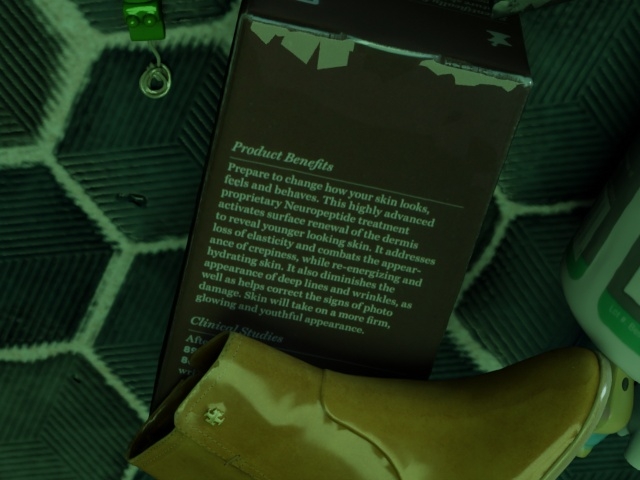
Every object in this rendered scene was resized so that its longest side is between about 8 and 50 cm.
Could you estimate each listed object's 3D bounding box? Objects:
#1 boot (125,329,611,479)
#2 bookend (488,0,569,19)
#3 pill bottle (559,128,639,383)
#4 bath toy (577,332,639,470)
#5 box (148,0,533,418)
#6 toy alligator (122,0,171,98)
[{"bbox_3d":[0.024,0.119,1.070,0.211,0.104,0.295,38,119,-21],"label":"boot"},{"bbox_3d":[0.166,-0.240,1.018,0.157,0.072,0.156,-13,120,10],"label":"bookend"},{"bbox_3d":[0.326,-0.068,1.045,0.204,0.204,0.361,21,121,-12],"label":"pill bottle"},{"bbox_3d":[0.355,0.148,1.221,0.348,0.151,0.129,18,110,-14],"label":"bath toy"},{"bbox_3d":[0.000,0.000,1.136,0.191,0.143,0.381,13,123,-6],"label":"box"},{"bbox_3d":[-0.121,-0.170,1.080,0.056,0.051,0.189,-2,122,3],"label":"toy alligator"}]
